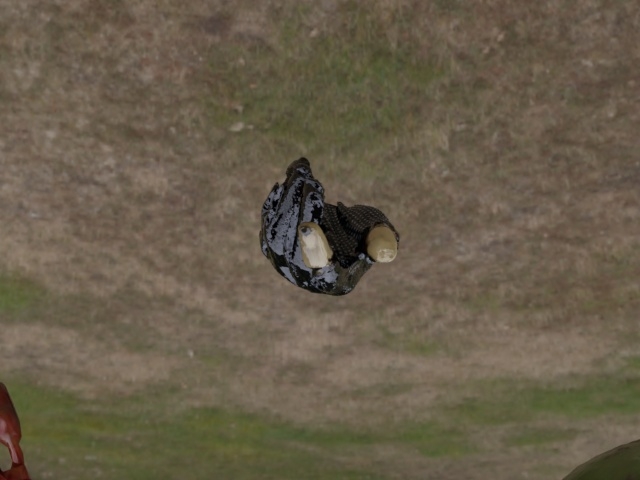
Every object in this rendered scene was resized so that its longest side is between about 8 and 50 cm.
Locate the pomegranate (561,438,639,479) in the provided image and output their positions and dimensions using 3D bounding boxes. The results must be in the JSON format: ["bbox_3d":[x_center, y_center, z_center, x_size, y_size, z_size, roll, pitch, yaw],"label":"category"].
[{"bbox_3d":[0.165,0.126,0.312,0.210,0.263,0.211,1,163,0],"label":"pomegranate"}]

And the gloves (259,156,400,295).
[{"bbox_3d":[-0.003,0.001,0.762,0.106,0.129,0.180,-50,171,12],"label":"gloves"}]

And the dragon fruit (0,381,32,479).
[{"bbox_3d":[-0.305,0.157,0.414,0.302,0.296,0.295,-45,139,7],"label":"dragon fruit"}]
